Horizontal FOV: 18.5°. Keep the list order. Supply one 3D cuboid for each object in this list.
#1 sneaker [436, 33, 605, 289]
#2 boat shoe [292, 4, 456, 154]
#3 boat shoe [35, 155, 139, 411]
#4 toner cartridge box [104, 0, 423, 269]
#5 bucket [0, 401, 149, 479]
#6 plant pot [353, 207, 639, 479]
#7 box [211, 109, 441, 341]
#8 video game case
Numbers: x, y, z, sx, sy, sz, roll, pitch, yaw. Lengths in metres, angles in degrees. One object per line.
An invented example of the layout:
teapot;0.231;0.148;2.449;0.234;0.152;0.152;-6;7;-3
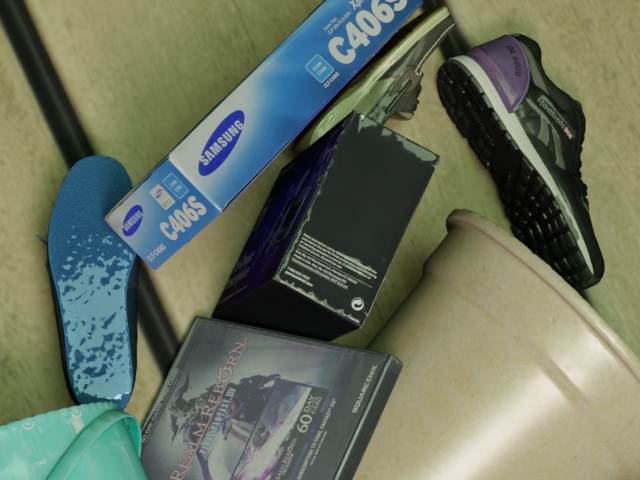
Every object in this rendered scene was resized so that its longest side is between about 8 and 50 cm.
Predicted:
sneaker;0.247;-0.090;2.074;0.124;0.107;0.283;-27;89;-25
boat shoe;0.067;-0.152;2.048;0.223;0.080;0.073;-45;100;-13
boat shoe;-0.229;0.048;1.921;0.109;0.089;0.258;5;78;-6
toner cartridge box;-0.053;-0.129;1.915;0.075;0.165;0.348;45;55;-4
bucket;-0.266;0.271;1.779;0.281;0.281;0.183;-17;80;-18
plant pot;0.134;0.192;1.901;0.305;0.334;0.334;-43;93;-7
box;0.000;0.000;1.900;0.103;0.261;0.184;30;73;-9
video game case;-0.064;0.178;1.861;0.026;0.274;0.196;40;69;-42
